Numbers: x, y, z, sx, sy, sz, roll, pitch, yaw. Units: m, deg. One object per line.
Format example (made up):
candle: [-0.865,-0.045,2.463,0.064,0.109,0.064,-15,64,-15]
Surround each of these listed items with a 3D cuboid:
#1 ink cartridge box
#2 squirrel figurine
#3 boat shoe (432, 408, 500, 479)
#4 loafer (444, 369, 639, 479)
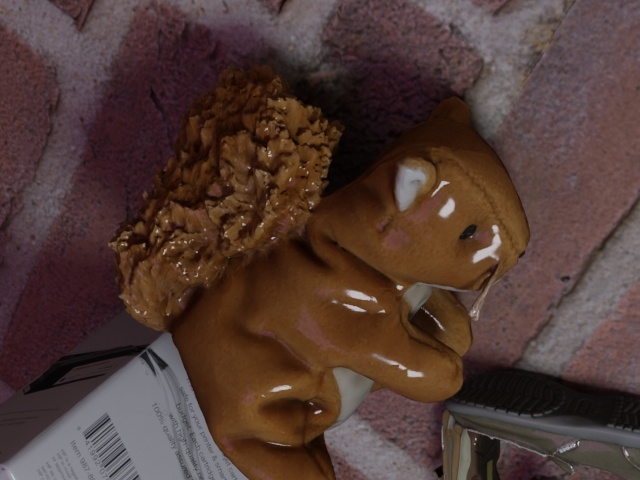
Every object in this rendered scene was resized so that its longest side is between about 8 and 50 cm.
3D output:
ink cartridge box: [-0.213,0.267,1.663,0.166,0.395,0.285,-9,110,39]
squirrel figurine: [0.000,0.000,1.458,0.397,0.281,0.370,41,124,4]
boat shoe: [0.159,0.270,1.646,0.072,0.068,0.190,20,117,38]
loafer: [0.245,0.202,1.522,0.251,0.094,0.087,11,117,28]
